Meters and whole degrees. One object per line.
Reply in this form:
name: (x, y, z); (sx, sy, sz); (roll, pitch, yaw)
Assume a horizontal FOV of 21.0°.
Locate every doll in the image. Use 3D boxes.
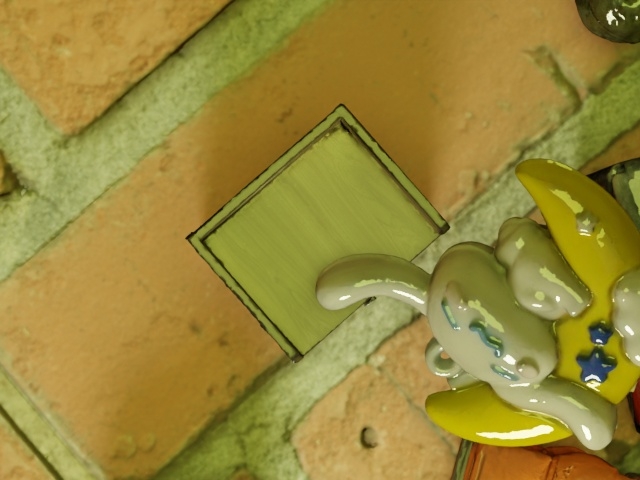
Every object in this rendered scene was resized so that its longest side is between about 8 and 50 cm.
doll: (0.156, 0.061, 1.366); (0.237, 0.111, 0.252); (-38, 100, 24)

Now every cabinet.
cabinet: (0.000, 0.000, 1.524); (0.175, 0.215, 0.148); (-41, 90, -2)

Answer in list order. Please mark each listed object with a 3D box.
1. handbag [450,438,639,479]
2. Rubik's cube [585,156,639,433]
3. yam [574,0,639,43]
handbag: (0.293, 0.356, 1.561); (0.410, 0.116, 0.304); (16, 85, 0)
Rubik's cube: (0.382, 0.029, 1.499); (0.260, 0.259, 0.255); (-17, 89, 1)
yam: (0.332, -0.333, 1.574); (0.133, 0.133, 0.330); (27, 91, 1)
